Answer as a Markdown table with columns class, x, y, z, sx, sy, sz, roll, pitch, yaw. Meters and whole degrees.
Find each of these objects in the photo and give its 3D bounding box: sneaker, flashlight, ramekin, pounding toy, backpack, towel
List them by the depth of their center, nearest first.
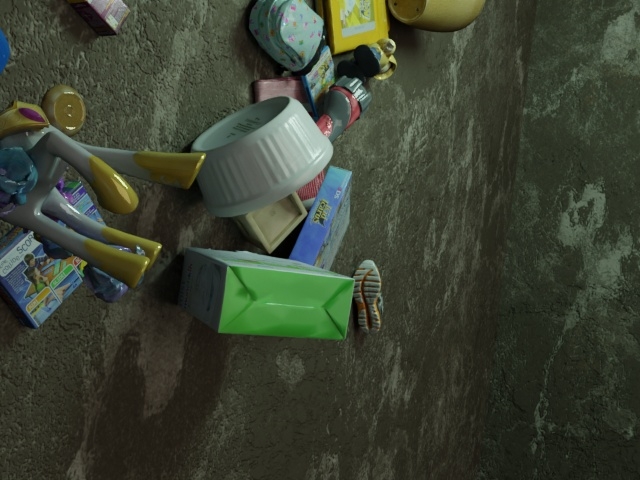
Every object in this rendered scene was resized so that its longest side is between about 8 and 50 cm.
| class | x | y | z | sx | sy | sz | roll | pitch | yaw |
| --- | --- | --- | --- | --- | --- | --- | --- | --- | --- |
| ramekin | -0.124 | -0.169 | 1.356 | 0.273 | 0.273 | 0.127 | -51 | 123 | -41 |
| pounding toy | -0.136 | -0.024 | 1.521 | 0.206 | 0.094 | 0.181 | -47 | 138 | -17 |
| backpack | -0.068 | -0.451 | 1.521 | 0.182 | 0.115 | 0.152 | 29 | 74 | -54 |
| flashlight | -0.008 | -0.248 | 1.594 | 0.304 | 0.103 | 0.103 | -46 | 171 | -29 |
| towel | -0.065 | -0.210 | 1.645 | 0.237 | 0.037 | 0.329 | -24 | 116 | -54 |
| sneaker | 0.138 | 0.153 | 2.011 | 0.083 | 0.084 | 0.214 | -47 | 138 | -62 |

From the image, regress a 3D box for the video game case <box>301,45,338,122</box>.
| class | x | y | z | sx | sy | sz | roll | pitch | yaw |
| --- | --- | --- | --- | --- | --- | --- | --- | --- | --- |
| video game case | 0.007 | -0.356 | 1.679 | 0.119 | 0.015 | 0.166 | -52 | 137 | -37 |

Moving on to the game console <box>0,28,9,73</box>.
| class | x | y | z | sx | sy | sz | roll | pitch | yaw |
| --- | --- | --- | --- | --- | --- | --- | --- | --- | --- |
| game console | -0.554 | -0.214 | 0.864 | 0.250 | 0.173 | 0.293 | 101 | 9 | -69 |

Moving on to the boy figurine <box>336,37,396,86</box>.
| class | x | y | z | sx | sy | sz | roll | pitch | yaw |
| --- | --- | --- | --- | --- | --- | --- | --- | --- | --- |
| boy figurine | 0.121 | -0.441 | 1.802 | 0.092 | 0.177 | 0.285 | 52 | 21 | -1 |

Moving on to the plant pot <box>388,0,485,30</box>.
| class | x | y | z | sx | sy | sz | roll | pitch | yaw |
| --- | --- | --- | --- | --- | --- | --- | --- | --- | --- |
| plant pot | 0.296 | -0.679 | 1.962 | 0.254 | 0.237 | 0.237 | -32 | 122 | -48 |

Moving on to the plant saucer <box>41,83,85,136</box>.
| class | x | y | z | sx | sy | sz | roll | pitch | yaw |
| --- | --- | --- | --- | --- | --- | --- | --- | --- | --- |
| plant saucer | -0.400 | -0.204 | 1.124 | 0.083 | 0.015 | 0.083 | -16 | 109 | -56 |

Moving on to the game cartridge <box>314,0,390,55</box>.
| class | x | y | z | sx | sy | sz | roll | pitch | yaw |
| --- | --- | --- | --- | --- | --- | --- | --- | --- | --- |
| game cartridge | 0.086 | -0.631 | 1.794 | 0.324 | 0.053 | 0.285 | -33 | 123 | -51 |

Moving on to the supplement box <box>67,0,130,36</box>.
| class | x | y | z | sx | sy | sz | roll | pitch | yaw |
| --- | --- | --- | --- | --- | --- | --- | --- | --- | --- |
| supplement box | -0.354 | -0.376 | 1.139 | 0.083 | 0.043 | 0.055 | 49 | 55 | -49 |

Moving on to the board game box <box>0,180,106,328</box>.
| class | x | y | z | sx | sy | sz | roll | pitch | yaw |
| --- | --- | --- | --- | --- | --- | --- | --- | --- | --- |
| board game box | -0.420 | 0.019 | 1.115 | 0.201 | 0.035 | 0.136 | -54 | 138 | -38 |

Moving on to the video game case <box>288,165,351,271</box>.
| class | x | y | z | sx | sy | sz | roll | pitch | yaw |
| --- | --- | --- | --- | --- | --- | --- | --- | --- | --- |
| video game case | 0.000 | 0.000 | 1.682 | 0.244 | 0.061 | 0.269 | 91 | 20 | -62 |

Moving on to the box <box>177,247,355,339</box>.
| class | x | y | z | sx | sy | sz | roll | pitch | yaw |
| --- | --- | --- | --- | --- | --- | --- | --- | --- | --- |
| box | -0.109 | 0.096 | 1.358 | 0.262 | 0.231 | 0.126 | 8 | 93 | -31 |

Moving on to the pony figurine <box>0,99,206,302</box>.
| class | x | y | z | sx | sy | sz | roll | pitch | yaw |
| --- | --- | --- | --- | --- | --- | --- | --- | --- | --- |
| pony figurine | -0.361 | -0.068 | 0.853 | 0.351 | 0.363 | 0.302 | -53 | -167 | 45 |
